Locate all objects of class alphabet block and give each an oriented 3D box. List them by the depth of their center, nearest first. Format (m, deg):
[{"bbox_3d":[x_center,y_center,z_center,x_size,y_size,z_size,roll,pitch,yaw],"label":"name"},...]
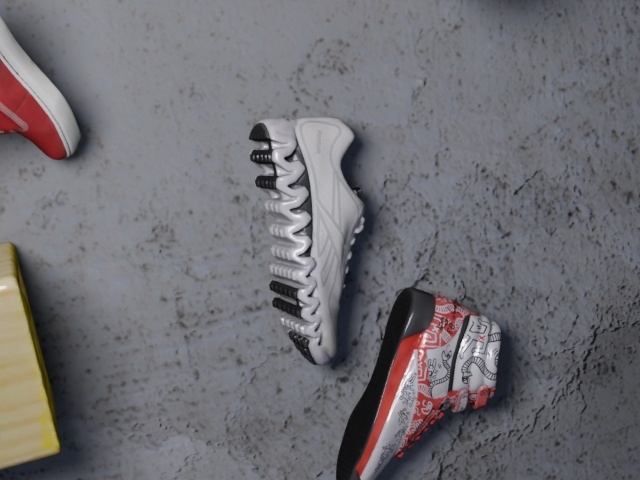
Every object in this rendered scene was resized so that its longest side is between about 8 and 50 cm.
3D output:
[{"bbox_3d":[-0.388,0.129,1.212,0.197,0.192,0.193,-15,107,-13],"label":"alphabet block"}]

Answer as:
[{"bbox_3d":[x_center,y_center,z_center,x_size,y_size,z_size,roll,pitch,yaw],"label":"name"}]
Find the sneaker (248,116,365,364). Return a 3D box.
[{"bbox_3d":[0.000,0.000,1.341,0.118,0.110,0.292,-12,105,-22],"label":"sneaker"}]

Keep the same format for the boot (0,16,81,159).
[{"bbox_3d":[-0.352,-0.118,1.167,0.176,0.088,0.244,-53,146,-14],"label":"boot"}]

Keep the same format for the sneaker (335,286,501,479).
[{"bbox_3d":[0.125,0.202,1.420,0.145,0.090,0.270,19,93,-16],"label":"sneaker"}]
